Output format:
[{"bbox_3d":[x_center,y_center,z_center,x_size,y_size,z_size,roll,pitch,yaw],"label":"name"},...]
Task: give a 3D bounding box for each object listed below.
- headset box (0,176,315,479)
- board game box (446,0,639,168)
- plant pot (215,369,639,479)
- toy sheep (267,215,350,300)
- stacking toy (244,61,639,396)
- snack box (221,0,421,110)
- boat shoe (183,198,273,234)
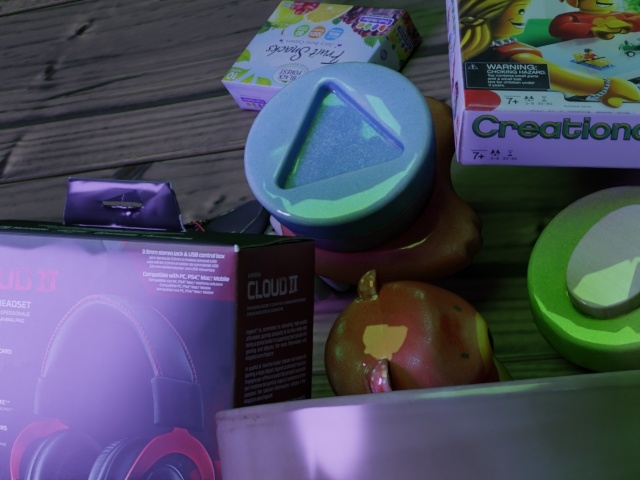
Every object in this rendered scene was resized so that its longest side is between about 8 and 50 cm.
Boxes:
[{"bbox_3d":[-0.123,0.108,1.224,0.218,0.110,0.293,4,94,25],"label":"headset box"},{"bbox_3d":[0.239,-0.125,1.322,0.305,0.053,0.193,1,42,-1],"label":"board game box"},{"bbox_3d":[0.119,0.204,0.938,0.323,0.323,0.280,-7,85,31],"label":"plant pot"},{"bbox_3d":[0.000,0.000,1.447,0.132,0.091,0.091,-49,37,4],"label":"toy sheep"},{"bbox_3d":[0.098,-0.018,1.289,0.279,0.130,0.309,-24,54,4],"label":"stacking toy"},{"bbox_3d":[0.000,-0.149,1.645,0.141,0.037,0.100,10,56,42],"label":"snack box"},{"bbox_3d":[-0.095,0.007,1.543,0.133,0.042,0.049,-32,35,1],"label":"boat shoe"}]
